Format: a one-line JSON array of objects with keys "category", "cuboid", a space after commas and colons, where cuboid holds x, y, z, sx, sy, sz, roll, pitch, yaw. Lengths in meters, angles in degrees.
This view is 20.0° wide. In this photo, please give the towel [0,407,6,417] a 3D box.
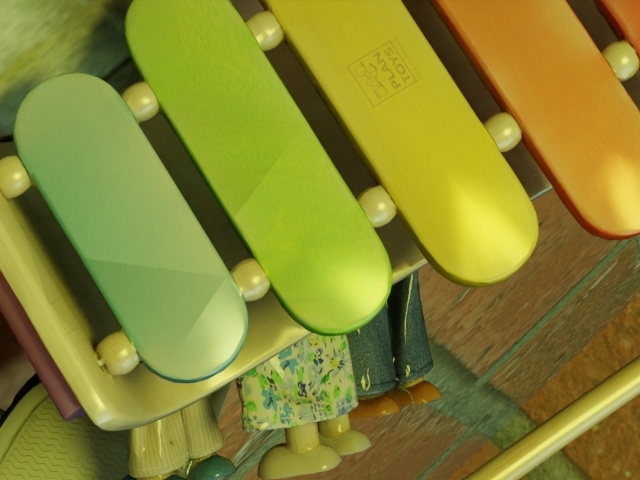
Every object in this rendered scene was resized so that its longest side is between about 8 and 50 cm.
[{"category": "towel", "cuboid": [-0.230, 0.137, 0.752, 0.248, 0.038, 0.325, -40, 165, -13]}]

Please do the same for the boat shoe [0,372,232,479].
[{"category": "boat shoe", "cuboid": [-0.095, 0.085, 0.796, 0.079, 0.084, 0.233, -43, -170, 41]}]

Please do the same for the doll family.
[{"category": "doll family", "cuboid": [0.000, 0.000, 0.766, 0.118, 0.163, 0.263, -8, -173, 31]}]

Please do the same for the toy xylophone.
[{"category": "toy xylophone", "cuboid": [0.042, -0.031, 0.640, 0.323, 0.236, 0.081, -39, 174, -11]}]
